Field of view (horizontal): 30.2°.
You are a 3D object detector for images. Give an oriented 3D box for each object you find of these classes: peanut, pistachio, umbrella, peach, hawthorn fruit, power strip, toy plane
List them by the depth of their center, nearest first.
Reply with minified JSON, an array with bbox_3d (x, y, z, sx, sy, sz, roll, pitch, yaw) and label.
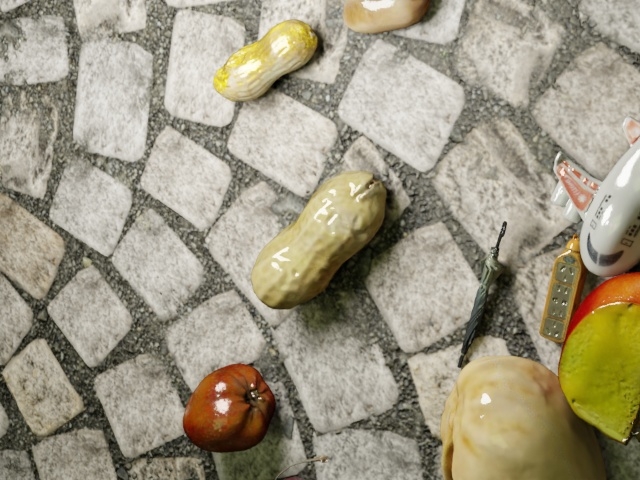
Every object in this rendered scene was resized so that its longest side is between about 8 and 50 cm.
[{"bbox_3d":[0.451,-0.059,1.716,0.252,0.118,0.252,7,103,31],"label":"toy plane"},{"bbox_3d":[0.439,0.136,1.721,0.154,0.159,0.267,21,120,21],"label":"peach"},{"bbox_3d":[0.301,0.326,1.804,0.238,0.229,0.321,-25,94,-3],"label":"pistachio"},{"bbox_3d":[0.376,0.076,1.828,0.049,0.028,0.178,17,105,27],"label":"power strip"},{"bbox_3d":[0.102,-0.370,1.886,0.152,0.076,0.076,-7,94,28],"label":"peanut"},{"bbox_3d":[0.261,0.086,1.897,0.044,0.044,0.268,14,116,0],"label":"umbrella"},{"bbox_3d":[0.000,0.000,1.972,0.290,0.130,0.130,-46,75,20],"label":"peanut"},{"bbox_3d":[-0.093,-0.299,1.998,0.207,0.087,0.087,-29,83,28],"label":"peanut"},{"bbox_3d":[-0.180,0.310,2.109,0.203,0.163,0.162,-34,81,39],"label":"hawthorn fruit"}]

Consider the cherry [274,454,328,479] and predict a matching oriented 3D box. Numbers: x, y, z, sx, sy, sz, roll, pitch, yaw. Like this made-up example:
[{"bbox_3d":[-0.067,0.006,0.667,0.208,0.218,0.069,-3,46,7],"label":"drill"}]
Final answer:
[{"bbox_3d":[-0.028,0.472,2.070,0.188,0.115,0.148,-23,67,25],"label":"cherry"}]
